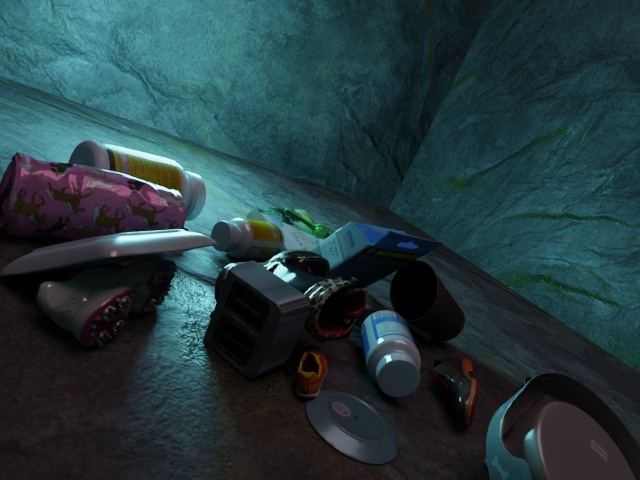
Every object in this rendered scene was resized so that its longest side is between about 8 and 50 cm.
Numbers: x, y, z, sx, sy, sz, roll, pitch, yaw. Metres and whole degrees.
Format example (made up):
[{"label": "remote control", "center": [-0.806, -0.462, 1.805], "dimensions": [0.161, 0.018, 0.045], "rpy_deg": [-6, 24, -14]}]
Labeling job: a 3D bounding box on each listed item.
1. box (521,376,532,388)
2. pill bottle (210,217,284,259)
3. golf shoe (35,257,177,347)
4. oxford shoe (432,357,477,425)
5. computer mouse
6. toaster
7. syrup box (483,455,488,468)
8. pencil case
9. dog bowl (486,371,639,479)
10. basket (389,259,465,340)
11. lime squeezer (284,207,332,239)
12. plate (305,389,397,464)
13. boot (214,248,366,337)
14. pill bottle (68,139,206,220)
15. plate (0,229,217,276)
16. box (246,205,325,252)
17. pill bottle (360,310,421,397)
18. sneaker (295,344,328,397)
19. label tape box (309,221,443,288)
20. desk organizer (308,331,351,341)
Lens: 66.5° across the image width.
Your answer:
[{"label": "box", "center": [0.668, 0.479, 1.375], "dimensions": [0.190, 0.045, 0.184], "rpy_deg": [29, 12, 15]}, {"label": "pill bottle", "center": [-0.215, -0.005, 1.440], "dimensions": [0.117, 0.118, 0.208], "rpy_deg": [35, 18, 34]}, {"label": "golf shoe", "center": [-0.371, 0.079, 0.887], "dimensions": [0.140, 0.115, 0.306], "rpy_deg": [23, 13, 5]}, {"label": "oxford shoe", "center": [0.314, 0.355, 1.161], "dimensions": [0.098, 0.097, 0.271], "rpy_deg": [8, 7, 10]}, {"label": "computer mouse", "center": [0.162, 0.208, 1.347], "dimensions": [0.272, 0.072, 0.188], "rpy_deg": [28, 12, -24]}, {"label": "toaster", "center": [-0.119, 0.155, 0.937], "dimensions": [0.185, 0.168, 0.110], "rpy_deg": [32, 19, 25]}, {"label": "syrup box", "center": [0.457, 0.456, 0.982], "dimensions": [0.236, 0.096, 0.093], "rpy_deg": [19, 17, -27]}, {"label": "pencil case", "center": [-0.497, -0.069, 1.087], "dimensions": [0.386, 0.160, 0.167], "rpy_deg": [13, 40, -41]}, {"label": "dog bowl", "center": [0.429, 0.407, 0.826], "dimensions": [0.348, 0.102, 0.349], "rpy_deg": [22, 45, -23]}, {"label": "basket", "center": [0.333, 0.199, 1.479], "dimensions": [0.227, 0.154, 0.205], "rpy_deg": [42, 33, -39]}, {"label": "lime squeezer", "center": [0.000, 0.000, 1.685], "dimensions": [0.109, 0.059, 0.310], "rpy_deg": [-30, 76, -37]}, {"label": "plate", "center": [0.062, 0.331, 0.899], "dimensions": [0.188, 0.024, 0.188], "rpy_deg": [24, 15, -7]}, {"label": "boot", "center": [-0.021, 0.115, 1.147], "dimensions": [0.284, 0.138, 0.377], "rpy_deg": [13, 9, 35]}, {"label": "pill bottle", "center": [-0.487, -0.143, 1.323], "dimensions": [0.188, 0.188, 0.333], "rpy_deg": [36, 18, 37]}, {"label": "plate", "center": [-0.381, 0.018, 0.904], "dimensions": [0.277, 0.045, 0.278], "rpy_deg": [-8, 0, 24]}, {"label": "box", "center": [-0.084, -0.012, 1.680], "dimensions": [0.232, 0.058, 0.322], "rpy_deg": [52, 22, 18]}, {"label": "pill bottle", "center": [0.162, 0.260, 1.126], "dimensions": [0.124, 0.124, 0.221], "rpy_deg": [24, 15, -7]}, {"label": "sneaker", "center": [-0.014, 0.245, 0.973], "dimensions": [0.064, 0.068, 0.175], "rpy_deg": [5, 12, -1]}, {"label": "label tape box", "center": [0.149, 0.029, 1.471], "dimensions": [0.249, 0.347, 0.115], "rpy_deg": [8, 56, -42]}, {"label": "desk organizer", "center": [0.032, 0.213, 1.217], "dimensions": [0.047, 0.050, 0.130], "rpy_deg": [35, 17, 33]}]
